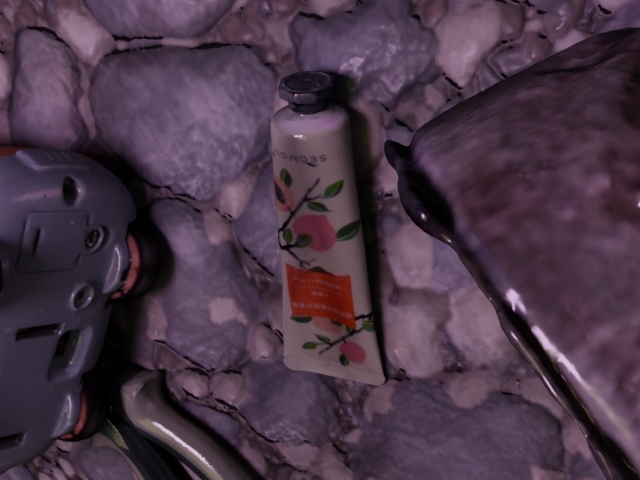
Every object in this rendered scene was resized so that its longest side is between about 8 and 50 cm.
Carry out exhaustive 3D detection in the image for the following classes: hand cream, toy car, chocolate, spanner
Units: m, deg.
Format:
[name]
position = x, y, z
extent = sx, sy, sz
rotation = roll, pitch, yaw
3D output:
[hand cream]
position = 0.000, 0.000, 0.817
extent = 0.080, 0.050, 0.233
rotation = 9, 124, 24
[toy car]
position = -0.267, 0.037, 0.899
extent = 0.212, 0.181, 0.270
rotation = 31, 109, 29
[chocolate]
position = 0.200, 0.013, 0.571
extent = 0.213, 0.303, 0.303
rotation = -38, 91, 8
[spanner]
position = -0.134, 0.160, 0.979
extent = 0.325, 0.040, 0.095
rotation = 45, 128, 4
